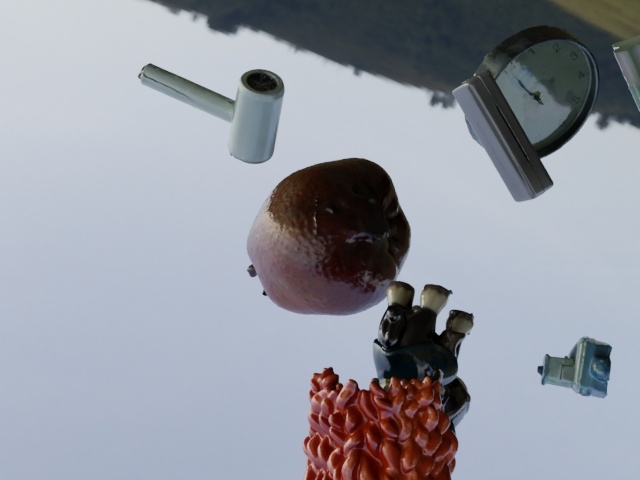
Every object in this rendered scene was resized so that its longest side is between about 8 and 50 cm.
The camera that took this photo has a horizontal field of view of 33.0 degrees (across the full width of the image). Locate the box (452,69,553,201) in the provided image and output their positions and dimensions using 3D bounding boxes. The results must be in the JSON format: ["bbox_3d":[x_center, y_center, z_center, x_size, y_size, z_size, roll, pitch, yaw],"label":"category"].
[{"bbox_3d":[0.329,-0.186,1.954,0.244,0.055,0.103,59,169,-4],"label":"box"}]

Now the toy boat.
[{"bbox_3d":[0.380,0.185,1.627,0.102,0.088,0.215,9,177,12],"label":"toy boat"}]

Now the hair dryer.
[{"bbox_3d":[-0.166,-0.219,1.609,0.236,0.131,0.073,26,-135,14],"label":"hair dryer"}]

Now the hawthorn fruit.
[{"bbox_3d":[0.016,-0.002,1.891,0.295,0.295,0.311,19,164,-12],"label":"hawthorn fruit"}]

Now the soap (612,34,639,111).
[{"bbox_3d":[0.678,-0.256,2.079,0.208,0.115,0.347,28,-138,-59],"label":"soap"}]

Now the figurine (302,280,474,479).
[{"bbox_3d":[0.118,0.257,1.591,0.241,0.306,0.412,13,-141,18],"label":"figurine"}]

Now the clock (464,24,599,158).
[{"bbox_3d":[0.414,-0.280,2.102,0.280,0.281,0.055,10,-153,-32],"label":"clock"}]
